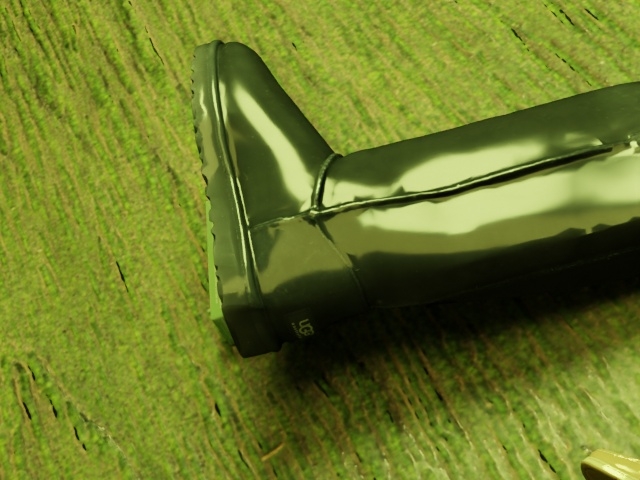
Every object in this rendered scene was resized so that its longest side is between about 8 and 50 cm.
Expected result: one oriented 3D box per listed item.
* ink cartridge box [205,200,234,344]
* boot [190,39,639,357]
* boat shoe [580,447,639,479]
[{"bbox_3d":[0.000,0.000,1.824,0.235,0.056,0.171,-18,46,13],"label":"ink cartridge box"},{"bbox_3d":[0.112,-0.091,1.733,0.445,0.146,0.367,-15,59,7],"label":"boot"},{"bbox_3d":[0.303,0.213,1.485,0.170,0.063,0.059,24,62,29],"label":"boat shoe"}]
